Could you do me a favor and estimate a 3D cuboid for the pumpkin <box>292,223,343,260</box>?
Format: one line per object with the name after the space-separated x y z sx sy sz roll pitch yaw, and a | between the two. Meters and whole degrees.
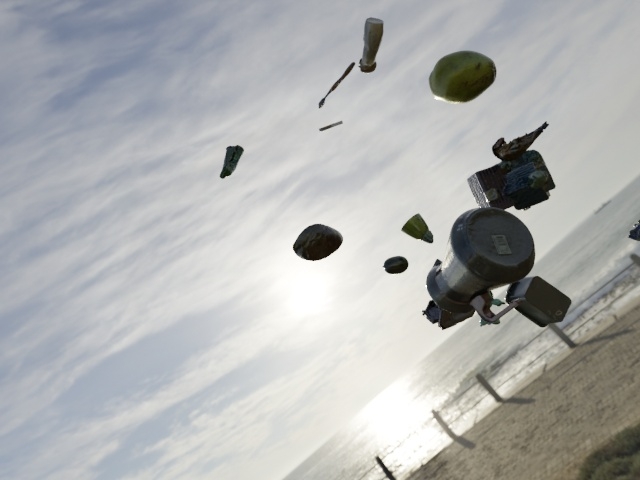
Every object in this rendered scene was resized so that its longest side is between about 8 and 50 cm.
0.000 0.000 2.494 0.312 0.148 0.169 -30 -46 -15 | pumpkin

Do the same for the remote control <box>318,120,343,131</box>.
0.059 -0.638 2.395 0.077 0.022 0.245 -11 17 27 | remote control

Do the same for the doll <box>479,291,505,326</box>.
0.768 0.319 1.980 0.159 0.158 0.059 -50 -10 12 | doll

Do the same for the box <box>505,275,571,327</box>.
0.960 0.261 1.888 0.163 0.243 0.135 -54 -2 -14 | box

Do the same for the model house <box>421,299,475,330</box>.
0.571 0.318 1.918 0.202 0.141 0.164 -12 -16 -16 | model house

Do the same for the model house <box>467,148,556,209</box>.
0.826 -0.246 1.879 0.312 0.246 0.280 -23 -7 38 | model house

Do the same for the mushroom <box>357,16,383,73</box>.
0.201 -0.769 1.711 0.081 0.092 0.223 -3 -35 -6 | mushroom

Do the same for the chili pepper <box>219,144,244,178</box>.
-0.413 -0.345 1.927 0.227 0.088 0.059 -78 -17 -45 | chili pepper

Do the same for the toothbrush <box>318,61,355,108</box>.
0.069 -0.714 1.980 0.023 0.031 0.321 11 -27 -27 | toothbrush

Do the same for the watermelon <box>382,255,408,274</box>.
0.312 0.104 1.789 0.110 0.078 0.078 -12 -17 11 | watermelon

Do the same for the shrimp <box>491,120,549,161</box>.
0.798 -0.400 1.742 0.262 0.117 0.066 120 175 -62 | shrimp

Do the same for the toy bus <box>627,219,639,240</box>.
1.298 -0.058 1.724 0.051 0.061 0.153 -43 -29 -22 | toy bus

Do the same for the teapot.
0.499 0.093 1.348 0.253 0.300 0.344 -22 -26 -20 | teapot

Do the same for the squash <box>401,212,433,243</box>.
0.402 -0.031 1.703 0.105 0.132 0.105 -36 -24 -19 | squash

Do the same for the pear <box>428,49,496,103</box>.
0.570 -0.656 1.732 0.269 0.213 0.212 -3 5 37 | pear
